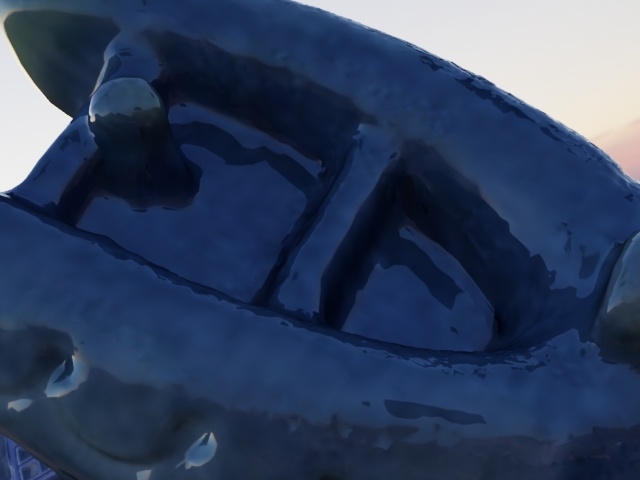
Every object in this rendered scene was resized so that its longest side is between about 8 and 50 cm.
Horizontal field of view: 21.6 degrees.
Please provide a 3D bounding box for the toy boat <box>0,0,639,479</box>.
[{"bbox_3d":[0.000,0.000,0.596,0.215,0.330,0.123,-57,-8,-39],"label":"toy boat"}]

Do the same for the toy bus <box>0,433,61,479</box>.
[{"bbox_3d":[-0.114,0.092,0.792,0.167,0.076,0.073,-32,-36,29],"label":"toy bus"}]
